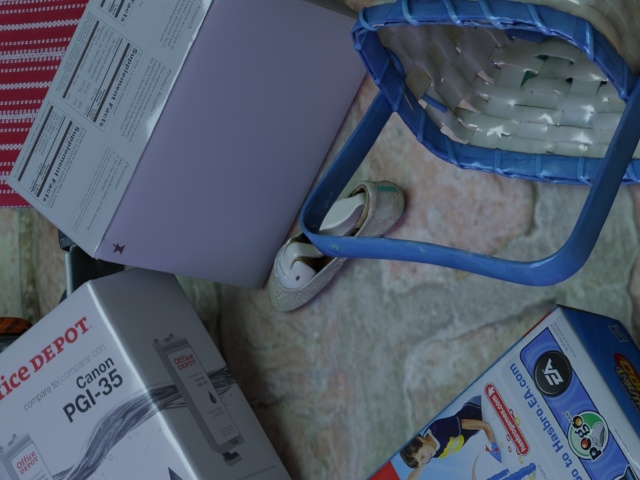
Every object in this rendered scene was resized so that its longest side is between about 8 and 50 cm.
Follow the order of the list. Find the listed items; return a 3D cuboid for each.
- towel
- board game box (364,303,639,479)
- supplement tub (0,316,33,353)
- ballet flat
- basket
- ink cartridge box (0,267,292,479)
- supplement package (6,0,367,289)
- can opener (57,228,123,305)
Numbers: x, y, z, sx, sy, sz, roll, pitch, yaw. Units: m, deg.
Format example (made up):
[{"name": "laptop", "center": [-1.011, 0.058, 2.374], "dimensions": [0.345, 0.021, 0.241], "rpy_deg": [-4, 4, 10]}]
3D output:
[{"name": "towel", "center": [-0.255, -0.162, 1.828], "dimensions": [0.198, 0.031, 0.275], "rpy_deg": [-1, 76, 33]}, {"name": "board game box", "center": [0.165, 0.261, 1.425], "dimensions": [0.302, 0.086, 0.308], "rpy_deg": [-45, 55, 26]}, {"name": "supplement tub", "center": [-0.290, 0.175, 1.824], "dimensions": [0.117, 0.117, 0.190], "rpy_deg": [-38, 59, 30]}, {"name": "ballet flat", "center": [0.000, 0.000, 1.645], "dimensions": [0.168, 0.052, 0.057], "rpy_deg": [-43, 57, 28]}, {"name": "basket", "center": [0.139, -0.099, 1.422], "dimensions": [0.254, 0.201, 0.289], "rpy_deg": [11, 57, 43]}, {"name": "ink cartridge box", "center": [-0.162, 0.192, 1.658], "dimensions": [0.207, 0.117, 0.283], "rpy_deg": [-38, 77, 31]}, {"name": "supplement package", "center": [-0.105, -0.114, 1.658], "dimensions": [0.145, 0.204, 0.262], "rpy_deg": [38, 106, 40]}, {"name": "can opener", "center": [-0.231, -0.005, 1.834], "dimensions": [0.095, 0.076, 0.284], "rpy_deg": [-19, 68, 34]}]
